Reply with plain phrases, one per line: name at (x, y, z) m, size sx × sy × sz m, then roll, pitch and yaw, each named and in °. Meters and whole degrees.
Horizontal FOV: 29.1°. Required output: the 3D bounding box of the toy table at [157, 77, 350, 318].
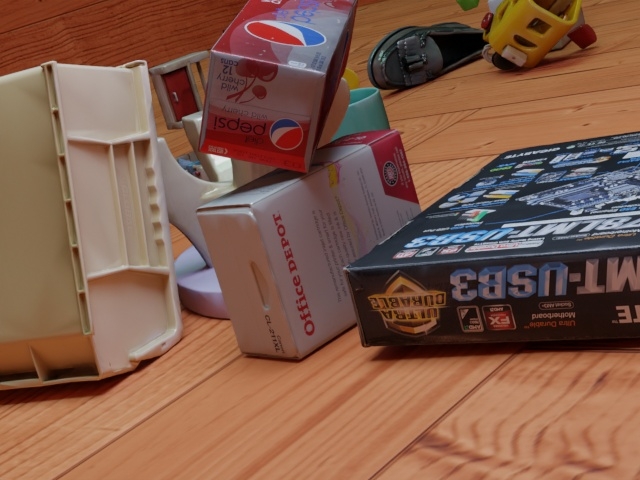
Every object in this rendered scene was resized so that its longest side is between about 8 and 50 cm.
toy table at (-0.068, -0.041, 1.155) m, size 0.252 × 0.161 × 0.274 m, roll -24°, pitch 15°, yaw -26°

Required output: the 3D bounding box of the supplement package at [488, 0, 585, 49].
supplement package at (0.360, -0.374, 2.036) m, size 0.105 × 0.105 × 0.179 m, roll -10°, pitch 16°, yaw 29°

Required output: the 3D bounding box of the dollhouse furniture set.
dollhouse furniture set at (-0.149, -0.136, 1.557) m, size 0.129 × 0.184 × 0.129 m, roll -27°, pitch 18°, yaw -35°

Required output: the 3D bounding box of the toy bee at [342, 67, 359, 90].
toy bee at (-0.037, -0.205, 1.741) m, size 0.195 × 0.162 × 0.298 m, roll -19°, pitch 14°, yaw -15°

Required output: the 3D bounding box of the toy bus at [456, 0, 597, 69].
toy bus at (0.304, -0.313, 1.856) m, size 0.190 × 0.202 × 0.104 m, roll -1°, pitch 50°, yaw 27°

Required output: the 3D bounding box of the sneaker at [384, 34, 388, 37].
sneaker at (0.168, -0.349, 2.255) m, size 0.074 × 0.063 × 0.170 m, roll -19°, pitch 19°, yaw -7°

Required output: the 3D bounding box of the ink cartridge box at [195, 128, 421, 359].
ink cartridge box at (0.000, 0.000, 0.980) m, size 0.072 × 0.128 × 0.175 m, roll -1°, pitch 21°, yaw 46°

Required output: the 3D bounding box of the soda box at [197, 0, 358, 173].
soda box at (-0.030, -0.144, 1.022) m, size 0.092 × 0.084 × 0.263 m, roll 11°, pitch 24°, yaw 2°

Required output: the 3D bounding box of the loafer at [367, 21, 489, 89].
loafer at (0.186, -0.316, 2.053) m, size 0.084 × 0.096 × 0.267 m, roll 5°, pitch 23°, yaw 42°

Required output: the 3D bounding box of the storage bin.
storage bin at (-0.272, -0.005, 1.071) m, size 0.262 × 0.261 × 0.123 m, roll -9°, pitch -1°, yaw 28°

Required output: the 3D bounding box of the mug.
mug at (0.009, -0.113, 1.465) m, size 0.157 × 0.097 × 0.129 m, roll -8°, pitch 17°, yaw 34°

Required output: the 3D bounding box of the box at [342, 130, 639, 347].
box at (0.213, -0.013, 0.900) m, size 0.295 × 0.073 × 0.293 m, roll -7°, pitch 18°, yaw 34°
